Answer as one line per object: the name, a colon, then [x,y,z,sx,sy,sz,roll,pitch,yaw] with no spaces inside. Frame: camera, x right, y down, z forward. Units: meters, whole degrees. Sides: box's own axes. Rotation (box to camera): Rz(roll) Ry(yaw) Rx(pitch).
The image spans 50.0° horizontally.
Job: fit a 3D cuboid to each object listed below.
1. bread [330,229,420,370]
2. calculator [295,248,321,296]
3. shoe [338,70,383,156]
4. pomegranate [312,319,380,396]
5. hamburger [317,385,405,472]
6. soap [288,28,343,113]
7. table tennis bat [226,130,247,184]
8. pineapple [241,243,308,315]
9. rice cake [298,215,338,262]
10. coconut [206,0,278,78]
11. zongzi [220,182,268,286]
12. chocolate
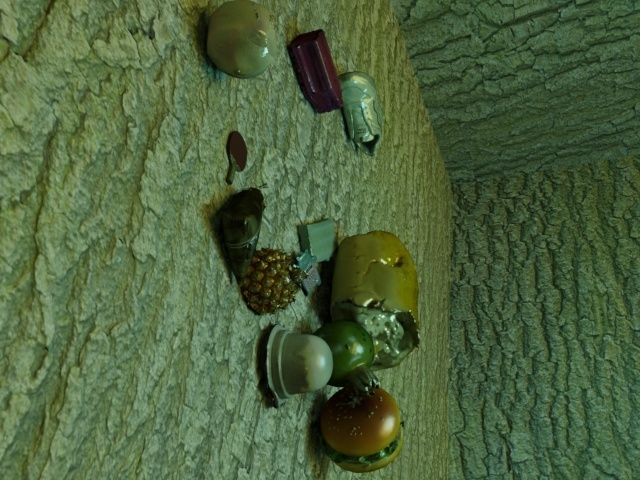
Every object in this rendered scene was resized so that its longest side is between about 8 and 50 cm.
bread: [0.185,0.165,2.126,0.361,0.250,0.394,74,20,-45]
calculator: [-0.036,0.087,1.907,0.094,0.019,0.141,-46,134,-33]
shoe: [0.152,-0.450,2.483,0.342,0.132,0.210,55,31,-57]
pomegranate: [0.069,0.321,1.846,0.248,0.202,0.202,47,-3,37]
hamburger: [0.110,0.497,1.860,0.246,0.246,0.170,-69,154,-53]
soap: [-0.009,-0.521,2.151,0.162,0.099,0.250,-78,152,-57]
table tennis bat: [-0.202,-0.193,1.632,0.087,0.013,0.156,62,26,-46]
pineapple: [-0.093,0.092,1.627,0.176,0.137,0.161,60,29,-42]
rice cake: [0.000,0.000,2.041,0.237,0.043,0.127,-25,107,-68]
coconut: [-0.176,-0.454,1.578,0.171,0.171,0.182,50,30,-55]
zongzi: [-0.169,-0.017,1.575,0.187,0.084,0.184,-67,158,-61]
chocolate: [-0.047,0.301,1.661,0.221,0.147,0.221,-5,90,-67]
